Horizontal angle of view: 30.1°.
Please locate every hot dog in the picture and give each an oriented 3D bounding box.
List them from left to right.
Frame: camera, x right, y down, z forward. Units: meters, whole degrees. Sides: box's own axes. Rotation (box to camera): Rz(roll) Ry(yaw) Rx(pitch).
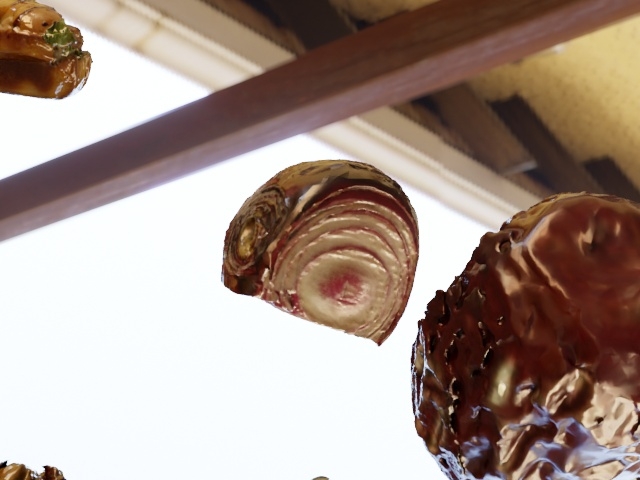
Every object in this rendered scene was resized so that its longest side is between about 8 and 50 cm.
[{"bbox_3d":[-0.139,-0.088,0.525,0.037,0.122,0.049,-50,-48,-22],"label":"hot dog"}]

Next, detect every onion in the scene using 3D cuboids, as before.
[{"bbox_3d":[0.002,-0.005,1.439,0.216,0.206,0.207,27,-87,-27],"label":"onion"}]

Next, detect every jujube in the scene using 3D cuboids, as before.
[{"bbox_3d":[0.208,0.115,1.059,0.376,0.259,0.258,96,175,-66],"label":"jujube"}]

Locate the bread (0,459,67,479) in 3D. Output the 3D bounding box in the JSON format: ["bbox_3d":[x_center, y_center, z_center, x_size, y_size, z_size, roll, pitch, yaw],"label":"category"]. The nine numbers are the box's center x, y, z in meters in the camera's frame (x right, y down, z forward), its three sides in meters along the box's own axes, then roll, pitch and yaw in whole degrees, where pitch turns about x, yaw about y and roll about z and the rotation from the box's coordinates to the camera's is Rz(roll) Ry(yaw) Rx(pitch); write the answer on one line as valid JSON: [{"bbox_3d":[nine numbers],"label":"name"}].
[{"bbox_3d":[-0.418,0.444,1.514,0.167,0.277,0.324,12,-108,-15],"label":"bread"}]

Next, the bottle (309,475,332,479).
[{"bbox_3d":[0.035,0.487,1.915,0.253,0.096,0.079,-124,22,-48],"label":"bottle"}]
